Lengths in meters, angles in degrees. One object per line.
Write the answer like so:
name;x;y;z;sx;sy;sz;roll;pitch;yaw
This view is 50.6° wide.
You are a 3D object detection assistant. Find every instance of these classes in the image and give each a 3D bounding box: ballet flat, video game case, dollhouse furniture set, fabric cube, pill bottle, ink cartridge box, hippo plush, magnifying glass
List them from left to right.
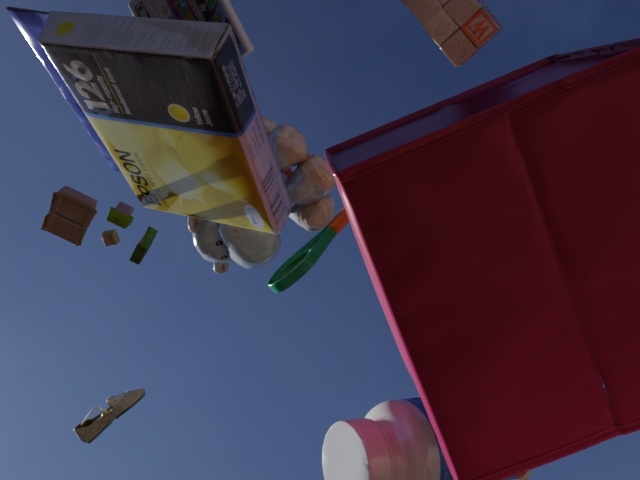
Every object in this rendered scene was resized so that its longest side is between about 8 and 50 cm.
dollhouse furniture set;-0.318;-0.025;0.988;0.151;0.059;0.076;27;-66;-11
ballet flat;-0.451;0.364;1.440;0.168;0.057;0.052;-41;-78;-8
ink cartridge box;-0.213;-0.142;0.853;0.304;0.307;0.072;72;-147;-53
video game case;-0.227;-0.370;1.167;0.023;0.183;0.201;-29;-88;-57
hippo plush;-0.140;-0.077;1.239;0.236;0.294;0.234;-47;-46;-34
magnifying glass;0.000;0.000;1.103;0.231;0.092;0.026;-44;-78;-22
pill bottle;0.119;0.237;0.754;0.221;0.124;0.124;5;-66;-32
fabric cube;0.169;0.000;0.581;0.259;0.254;0.258;-22;-80;4

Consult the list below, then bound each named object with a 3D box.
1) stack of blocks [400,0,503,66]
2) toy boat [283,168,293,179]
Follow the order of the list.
stack of blocks;0.174;-0.435;1.126;0.087;0.171;0.297;-40;-88;25
toy boat;-0.170;-0.145;1.544;0.231;0.151;0.151;-31;-42;-29
